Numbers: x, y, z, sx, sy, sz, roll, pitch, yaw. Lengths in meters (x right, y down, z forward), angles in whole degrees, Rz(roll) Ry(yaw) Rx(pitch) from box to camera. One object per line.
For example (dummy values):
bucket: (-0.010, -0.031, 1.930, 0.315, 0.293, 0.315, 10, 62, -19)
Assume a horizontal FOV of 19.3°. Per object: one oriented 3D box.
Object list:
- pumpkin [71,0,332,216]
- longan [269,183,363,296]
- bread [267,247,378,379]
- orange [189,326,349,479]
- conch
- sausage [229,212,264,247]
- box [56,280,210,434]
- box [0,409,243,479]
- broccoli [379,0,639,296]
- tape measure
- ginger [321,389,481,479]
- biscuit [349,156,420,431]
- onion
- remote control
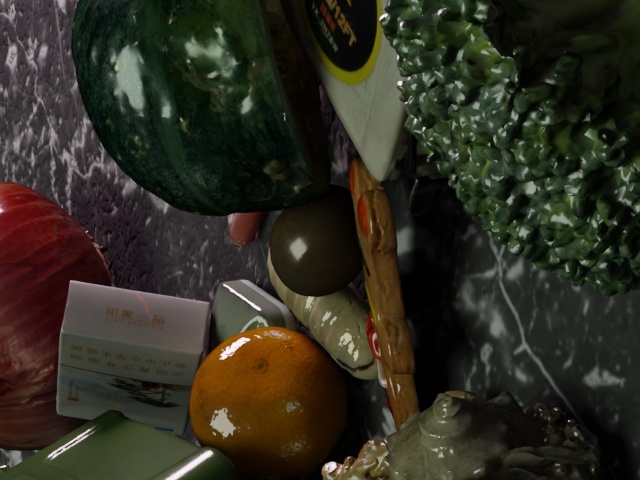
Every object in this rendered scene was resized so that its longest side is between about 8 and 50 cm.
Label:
pumpkin: (-0.115, -0.158, 1.713, 0.293, 0.197, 0.263, -93, -16, -47)
longan: (0.000, 0.000, 1.750, 0.113, 0.092, 0.113, -158, 90, -84)
bread: (0.000, 0.061, 1.806, 0.214, 0.053, 0.073, 50, 140, 44)
orange: (-0.049, 0.160, 1.814, 0.124, 0.156, 0.156, 82, 161, -48)
conch: (0.150, 0.213, 1.476, 0.178, 0.163, 0.245, -111, -1, -54)
sausage: (-0.055, -0.074, 1.900, 0.029, 0.029, 0.223, 59, 142, 37)
box: (-0.203, 0.129, 2.012, 0.233, 0.150, 0.067, 108, 173, -62)
box: (-0.169, 0.302, 1.821, 0.329, 0.178, 0.252, 9, 131, 57)
broccoli: (0.184, -0.103, 1.285, 0.248, 0.245, 0.288, 23, 154, 29)
tape measure: (0.081, -0.193, 1.550, 0.271, 0.133, 0.231, 66, 153, 27)
ginger: (0.077, 0.210, 1.650, 0.176, 0.052, 0.193, 3, 120, 22)
biscuit: (0.055, 0.059, 1.653, 0.165, 0.036, 0.250, -101, 1, -67)
onion: (-0.380, 0.089, 2.261, 0.354, 0.354, 0.353, 16, 109, 59)
remote control: (-0.085, 0.213, 1.967, 0.128, 0.066, 0.335, 33, 123, 57)
